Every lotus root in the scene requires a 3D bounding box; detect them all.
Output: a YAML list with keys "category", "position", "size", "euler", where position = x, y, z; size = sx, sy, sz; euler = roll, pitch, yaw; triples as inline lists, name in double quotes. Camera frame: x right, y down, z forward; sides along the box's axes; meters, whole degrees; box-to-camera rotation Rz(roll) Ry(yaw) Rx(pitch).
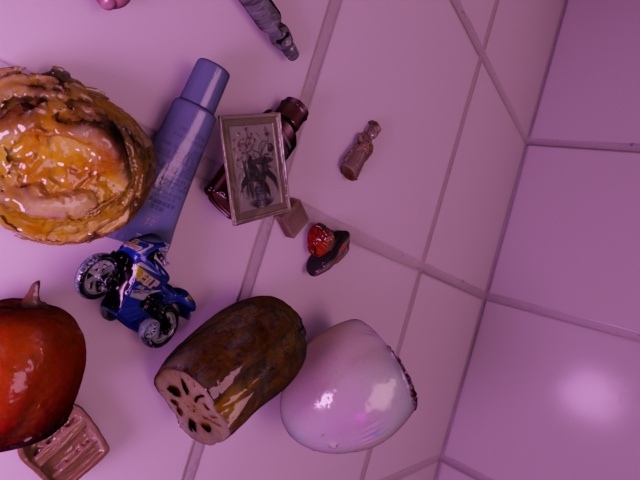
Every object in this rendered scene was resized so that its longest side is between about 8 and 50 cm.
- category: "lotus root"
  position: [-0.179, 0.268, 1.040]
  size: [0.346, 0.250, 0.251]
  euler: [-34, 126, -41]

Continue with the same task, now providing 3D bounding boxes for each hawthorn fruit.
- category: "hawthorn fruit"
  position: [-0.459, 0.183, 0.678]
  size: [0.215, 0.215, 0.250]
  euler: [26, 82, -52]

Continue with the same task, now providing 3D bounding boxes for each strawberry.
- category: "strawberry"
  position: [0.000, 0.000, 1.315]
  size: [0.083, 0.083, 0.097]
  euler: [37, 80, -51]

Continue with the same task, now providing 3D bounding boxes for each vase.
- category: "vase"
  position: [-0.110, -0.491, 1.027]
  size: [0.211, 0.059, 0.060]
  euler: [42, 68, -50]

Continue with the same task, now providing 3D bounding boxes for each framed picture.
- category: "framed picture"
  position: [-0.140, -0.161, 1.000]
  size: [0.173, 0.010, 0.232]
  euler: [-21, 112, -44]

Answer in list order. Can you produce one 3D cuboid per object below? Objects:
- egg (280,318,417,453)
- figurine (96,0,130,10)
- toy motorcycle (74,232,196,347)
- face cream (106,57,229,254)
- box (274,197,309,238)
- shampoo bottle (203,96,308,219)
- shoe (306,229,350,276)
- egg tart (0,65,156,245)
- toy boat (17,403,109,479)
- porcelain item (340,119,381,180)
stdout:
- category: "egg"
  position: [0.044, 0.449, 1.316]
  size: [0.339, 0.354, 0.355]
  euler: [-27, 124, -21]
- category: "figurine"
  position: [-0.343, -0.418, 0.744]
  size: [0.083, 0.071, 0.067]
  euler: [-58, -178, -10]
- category: "toy motorcycle"
  position: [-0.334, 0.093, 0.877]
  size: [0.169, 0.113, 0.315]
  euler: [-60, 155, -26]
- category: "face cream"
  position: [-0.285, -0.166, 0.890]
  size: [0.135, 0.086, 0.386]
  euler: [25, 87, -42]
- category: "box"
  position: [-0.076, -0.062, 1.229]
  size: [0.079, 0.035, 0.083]
  euler: [-51, 136, -29]
- category: "shampoo bottle"
  position: [-0.138, -0.202, 1.066]
  size: [0.323, 0.084, 0.129]
  euler: [-60, 138, -22]
- category: "shoe"
  position: [0.032, 0.052, 1.379]
  size: [0.194, 0.074, 0.077]
  euler: [-49, 140, -34]
- category: "egg tart"
  position: [-0.395, -0.130, 0.711]
  size: [0.297, 0.132, 0.298]
  euler: [-6, 98, -41]
- category: "toy boat"
  position: [-0.478, 0.352, 0.821]
  size: [0.116, 0.061, 0.188]
  euler: [-40, 130, -36]
- category: "porcelain item"
  position: [0.134, -0.287, 1.414]
  size: [0.213, 0.054, 0.084]
  euler: [-60, 142, -22]
